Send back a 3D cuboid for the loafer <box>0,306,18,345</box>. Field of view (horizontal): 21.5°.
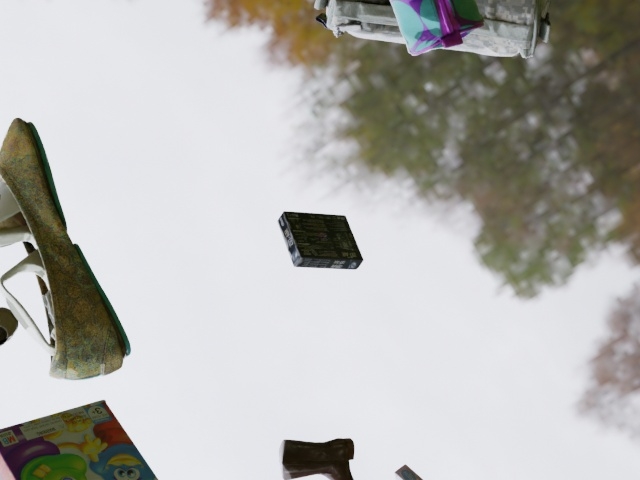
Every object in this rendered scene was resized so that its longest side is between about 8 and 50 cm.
[{"bbox_3d":[-0.445,0.130,2.094,0.056,0.148,0.050,60,177,-13],"label":"loafer"}]

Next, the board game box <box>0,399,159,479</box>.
[{"bbox_3d":[-0.234,0.322,1.760,0.142,0.144,0.275,-14,-136,-31],"label":"board game box"}]

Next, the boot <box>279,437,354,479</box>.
[{"bbox_3d":[-0.009,0.316,2.255,0.114,0.037,0.106,0,-92,-34],"label":"boot"}]

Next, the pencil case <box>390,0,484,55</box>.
[{"bbox_3d":[0.073,-0.220,1.280,0.070,0.064,0.151,-144,33,-78],"label":"pencil case"}]

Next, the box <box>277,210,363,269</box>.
[{"bbox_3d":[0.000,0.000,1.871,0.083,0.018,0.067,3,-130,-32],"label":"box"}]

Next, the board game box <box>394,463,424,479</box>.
[{"bbox_3d":[0.124,0.311,1.919,0.090,0.020,0.090,38,152,40],"label":"board game box"}]

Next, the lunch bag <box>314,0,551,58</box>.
[{"bbox_3d":[0.162,-0.360,2.230,0.256,0.305,0.212,-74,-10,-46],"label":"lunch bag"}]

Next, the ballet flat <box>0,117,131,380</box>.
[{"bbox_3d":[-0.337,0.011,1.995,0.123,0.123,0.348,9,-129,-60],"label":"ballet flat"}]
